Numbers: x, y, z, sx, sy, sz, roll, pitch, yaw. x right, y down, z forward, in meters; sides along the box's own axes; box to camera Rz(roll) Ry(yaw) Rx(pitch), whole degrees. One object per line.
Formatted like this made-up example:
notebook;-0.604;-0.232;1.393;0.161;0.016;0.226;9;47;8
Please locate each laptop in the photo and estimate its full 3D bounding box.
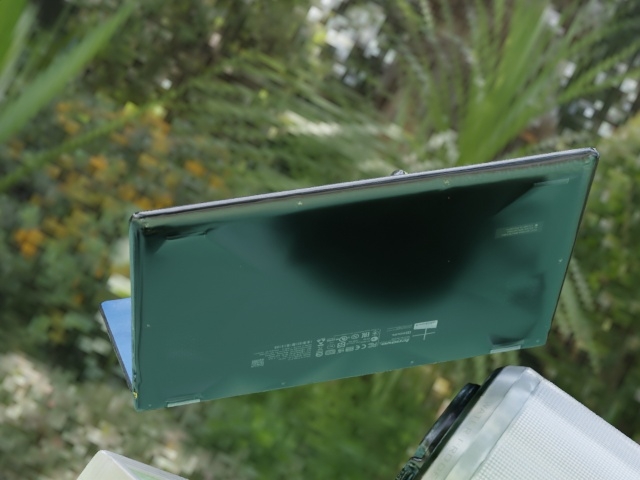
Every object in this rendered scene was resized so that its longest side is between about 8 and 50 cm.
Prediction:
laptop;0.000;0.000;1.569;0.381;0.236;0.408;-9;-37;-12

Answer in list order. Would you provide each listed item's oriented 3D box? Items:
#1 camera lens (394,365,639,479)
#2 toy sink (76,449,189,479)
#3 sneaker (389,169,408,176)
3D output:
camera lens;0.191;0.252;1.414;0.274;0.219;0.219;35;-8;9
toy sink;-0.083;0.275;1.270;0.234;0.131;0.153;37;1;30
sneaker;0.115;0.008;2.030;0.094;0.081;0.209;7;-52;21
